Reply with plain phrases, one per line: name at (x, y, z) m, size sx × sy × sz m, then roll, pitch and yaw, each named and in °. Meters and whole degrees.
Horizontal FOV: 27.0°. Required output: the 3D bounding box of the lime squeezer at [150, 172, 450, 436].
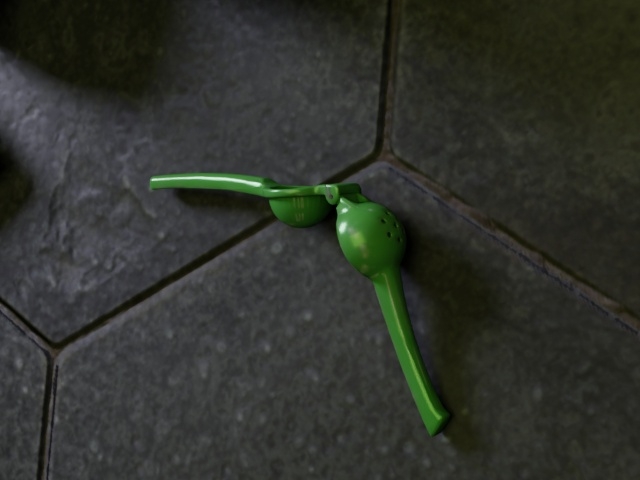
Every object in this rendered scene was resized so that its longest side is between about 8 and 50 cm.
lime squeezer at (0.000, 0.000, 0.978) m, size 0.310 × 0.059 × 0.110 m, roll 39°, pitch 133°, yaw 24°
